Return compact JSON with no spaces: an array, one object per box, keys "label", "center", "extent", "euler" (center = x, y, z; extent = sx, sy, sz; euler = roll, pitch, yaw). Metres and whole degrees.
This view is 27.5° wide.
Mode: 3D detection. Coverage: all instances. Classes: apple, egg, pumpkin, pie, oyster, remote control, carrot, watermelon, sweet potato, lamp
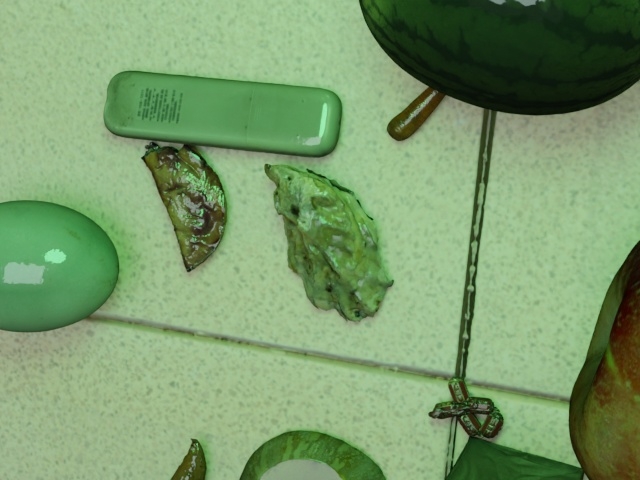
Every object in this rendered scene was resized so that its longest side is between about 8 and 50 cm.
[{"label":"apple","center":[0.416,0.133,1.320],"extent":[0.277,0.348,0.348],"euler":[20,105,4]},{"label":"egg","center":[-0.366,0.033,1.651],"extent":[0.231,0.168,0.168],"euler":[0,100,14]},{"label":"pumpkin","center":[-0.021,0.348,1.632],"extent":[0.217,0.110,0.217],"euler":[1,94,19]},{"label":"pie","center":[-0.165,-0.055,1.640],"extent":[0.092,0.034,0.170],"euler":[-26,87,17]},{"label":"oyster","center":[0.009,0.003,1.575],"extent":[0.133,0.072,0.209],"euler":[-5,100,22]},{"label":"remote control","center":[-0.125,-0.158,1.602],"extent":[0.310,0.038,0.090],"euler":[6,86,17]},{"label":"carrot","center":[0.116,-0.153,1.533],"extent":[0.093,0.032,0.032],"euler":[-45,84,16]},{"label":"watermelon","center":[0.214,-0.268,1.346],"extent":[0.359,0.279,0.278],"euler":[16,104,11]},{"label":"sweet potato","center":[-0.223,0.395,1.722],"extent":[0.066,0.072,0.314],"euler":[33,111,25]},{"label":"lamp","center":[0.180,0.209,1.577],"extent":[0.083,0.031,0.063],"euler":[32,109,6]}]

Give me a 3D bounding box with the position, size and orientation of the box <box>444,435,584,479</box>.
[{"label":"box","center":[0.205,0.343,1.483],"extent":[0.155,0.231,0.149],"euler":[15,104,15]}]
